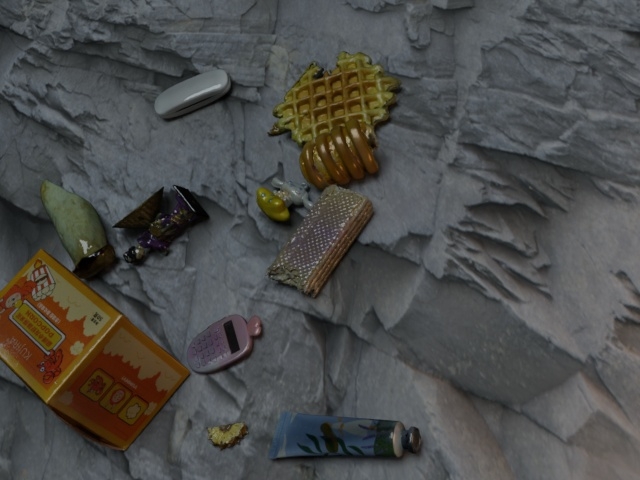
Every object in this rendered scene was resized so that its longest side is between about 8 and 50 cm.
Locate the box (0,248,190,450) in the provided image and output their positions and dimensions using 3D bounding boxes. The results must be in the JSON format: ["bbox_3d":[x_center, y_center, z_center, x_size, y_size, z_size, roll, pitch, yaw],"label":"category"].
[{"bbox_3d":[-0.453,0.210,1.640,0.283,0.259,0.214,30,75,36],"label":"box"}]

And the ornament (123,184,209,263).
[{"bbox_3d":[-0.337,-0.016,1.868,0.081,0.088,0.203,43,94,14],"label":"ornament"}]

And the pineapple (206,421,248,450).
[{"bbox_3d":[-0.171,0.355,1.574,0.083,0.019,0.045,-13,48,16],"label":"pineapple"}]

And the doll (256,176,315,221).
[{"bbox_3d":[-0.066,-0.083,1.802,0.135,0.072,0.113,15,47,24],"label":"doll"}]

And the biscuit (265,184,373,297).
[{"bbox_3d":[0.000,0.000,1.712,0.108,0.062,0.239,23,68,35],"label":"biscuit"}]

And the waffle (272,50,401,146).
[{"bbox_3d":[0.036,-0.303,1.893,0.250,0.056,0.261,30,73,30],"label":"waffle"}]

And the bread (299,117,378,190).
[{"bbox_3d":[0.041,-0.172,1.778,0.177,0.084,0.119,-25,94,11],"label":"bread"}]

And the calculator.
[{"bbox_3d":[-0.185,0.198,1.682,0.165,0.024,0.103,-27,51,8],"label":"calculator"}]

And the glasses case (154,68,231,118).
[{"bbox_3d":[-0.308,-0.352,2.087,0.197,0.049,0.076,-22,52,9],"label":"glasses case"}]

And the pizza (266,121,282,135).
[{"bbox_3d":[-0.084,-0.259,1.949,0.083,0.016,0.037,-27,53,4],"label":"pizza"}]

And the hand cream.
[{"bbox_3d":[0.037,0.336,1.477,0.271,0.058,0.091,-4,53,28],"label":"hand cream"}]

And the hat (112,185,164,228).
[{"bbox_3d":[-0.382,-0.049,1.914,0.146,0.067,0.146,-37,10,7],"label":"hat"}]

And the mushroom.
[{"bbox_3d":[-0.555,-0.043,1.968,0.107,0.087,0.333,-36,49,-1],"label":"mushroom"}]
